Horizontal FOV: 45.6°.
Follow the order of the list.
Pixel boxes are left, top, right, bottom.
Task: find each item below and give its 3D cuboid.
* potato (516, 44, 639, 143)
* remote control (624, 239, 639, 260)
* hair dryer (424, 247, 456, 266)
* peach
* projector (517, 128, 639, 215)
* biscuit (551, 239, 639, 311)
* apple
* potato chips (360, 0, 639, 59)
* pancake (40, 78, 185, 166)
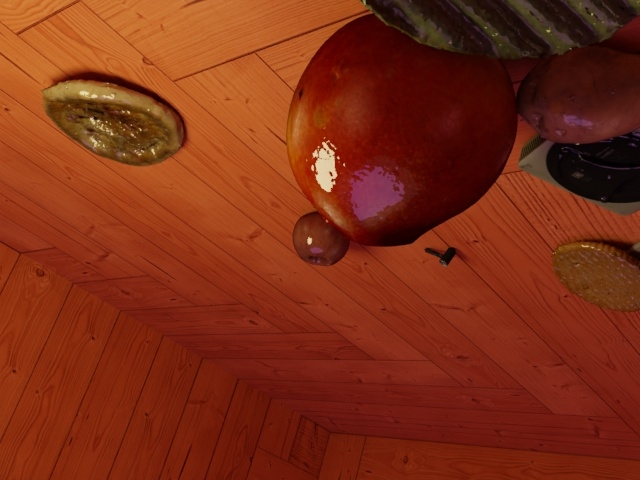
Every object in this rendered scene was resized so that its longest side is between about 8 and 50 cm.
[{"bbox_3d":[0.431,-0.227,1.203,0.235,0.161,0.128,17,-179,19],"label":"potato"},{"bbox_3d":[0.722,0.032,1.697,0.067,0.029,0.261,20,155,-4],"label":"remote control"},{"bbox_3d":[0.303,0.034,1.957,0.083,0.047,0.026,21,154,41],"label":"hair dryer"},{"bbox_3d":[0.120,-0.176,1.246,0.388,0.388,0.388,14,154,7],"label":"peach"},{"bbox_3d":[0.536,-0.148,1.396,0.259,0.079,0.257,23,155,-9],"label":"projector"},{"bbox_3d":[0.662,0.083,1.775,0.254,0.035,0.254,28,155,14],"label":"biscuit"},{"bbox_3d":[0.000,0.000,1.974,0.153,0.120,0.153,13,154,7],"label":"apple"},{"bbox_3d":[0.231,-0.389,0.965,0.429,0.070,0.358,33,127,-15],"label":"potato chips"},{"bbox_3d":[-0.493,-0.275,1.796,0.356,0.065,0.356,14,158,6],"label":"pancake"}]
